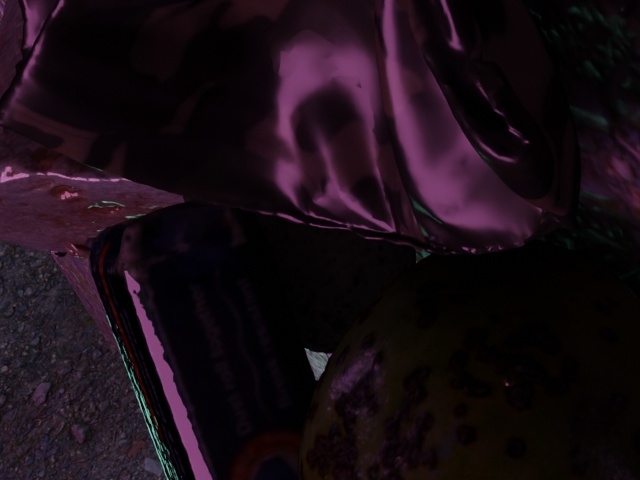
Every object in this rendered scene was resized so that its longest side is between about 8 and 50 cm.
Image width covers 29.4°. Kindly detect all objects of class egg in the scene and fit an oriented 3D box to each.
[{"bbox_3d":[0.000,0.000,0.880,0.132,0.132,0.172,29,140,55],"label":"egg"}]

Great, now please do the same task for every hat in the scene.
[{"bbox_3d":[-0.013,-0.174,0.569,0.366,0.257,0.382,14,104,39],"label":"hat"}]

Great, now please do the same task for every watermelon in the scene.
[{"bbox_3d":[-0.203,-0.083,1.039,0.387,0.258,0.228,47,161,35],"label":"watermelon"}]

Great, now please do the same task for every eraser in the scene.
[{"bbox_3d":[-0.056,0.130,0.811,0.155,0.101,0.332,-6,103,71],"label":"eraser"}]

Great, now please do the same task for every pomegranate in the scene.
[{"bbox_3d":[0.096,0.134,0.679,0.254,0.270,0.254,33,-167,-8],"label":"pomegranate"}]

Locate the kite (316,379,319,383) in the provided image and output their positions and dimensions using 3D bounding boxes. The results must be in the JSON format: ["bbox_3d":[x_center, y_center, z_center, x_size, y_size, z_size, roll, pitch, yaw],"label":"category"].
[{"bbox_3d":[0.010,0.143,1.171,0.368,0.014,0.406,23,176,21],"label":"kite"}]
